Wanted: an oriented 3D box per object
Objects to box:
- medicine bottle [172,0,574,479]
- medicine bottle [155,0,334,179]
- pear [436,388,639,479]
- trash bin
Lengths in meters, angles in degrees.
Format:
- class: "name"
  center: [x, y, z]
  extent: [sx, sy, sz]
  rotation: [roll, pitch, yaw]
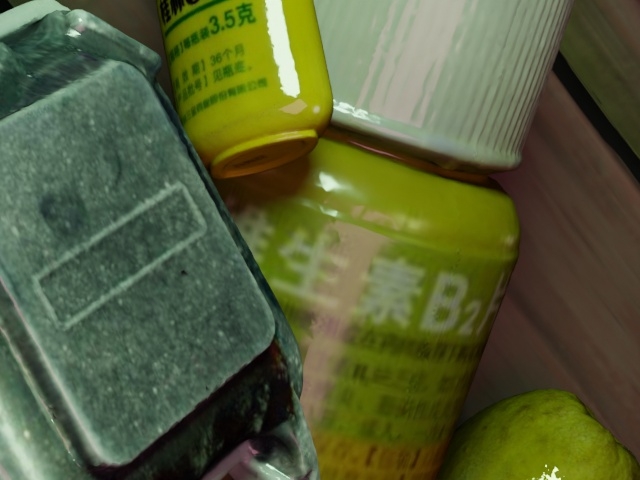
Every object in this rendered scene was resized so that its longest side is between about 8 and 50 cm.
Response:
- class: "medicine bottle"
  center: [0.000, 0.000, 1.136]
  extent: [0.224, 0.224, 0.384]
  rotation: [15, 99, -22]
- class: "medicine bottle"
  center: [-0.053, -0.165, 1.018]
  extent: [0.064, 0.095, 0.260]
  rotation: [3, 72, -46]
- class: "pear"
  center: [0.140, 0.179, 1.277]
  extent: [0.149, 0.149, 0.162]
  rotation: [28, 100, -24]
- class: "trash bin"
  center: [-0.215, 0.085, 0.986]
  extent: [0.368, 0.256, 0.296]
  rotation: [-23, 100, 34]
